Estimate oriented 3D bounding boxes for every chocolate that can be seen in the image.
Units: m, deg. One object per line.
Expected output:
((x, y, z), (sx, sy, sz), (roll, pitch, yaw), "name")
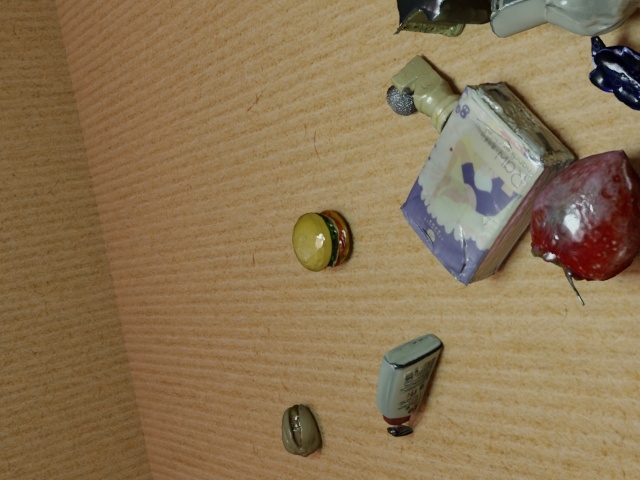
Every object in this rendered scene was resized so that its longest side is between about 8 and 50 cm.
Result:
((0.534, -0.207, 1.360), (0.126, 0.148, 0.343), (-44, 64, 32), "chocolate")

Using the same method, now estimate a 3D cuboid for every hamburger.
((0.000, 0.000, 2.191), (0.162, 0.115, 0.161), (17, 111, 51), "hamburger")

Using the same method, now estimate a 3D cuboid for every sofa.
((0.225, -0.528, 1.658), (0.182, 0.200, 0.258), (-26, 78, 43), "sofa")

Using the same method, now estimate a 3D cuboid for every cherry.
((0.464, -0.044, 1.470), (0.192, 0.175, 0.249), (-122, 39, -52), "cherry")

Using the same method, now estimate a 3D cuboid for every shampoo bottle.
((0.195, 0.358, 2.022), (0.071, 0.153, 0.284), (41, 138, 37), "shampoo bottle")

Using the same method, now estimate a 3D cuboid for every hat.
((0.407, -0.398, 1.407), (0.275, 0.232, 0.161), (-21, 91, 40), "hat")

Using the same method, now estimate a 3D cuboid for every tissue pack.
((0.317, -0.113, 1.702), (0.242, 0.125, 0.343), (55, 137, 30), "tissue pack")

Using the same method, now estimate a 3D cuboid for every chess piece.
((0.231, -0.304, 1.802), (0.200, 0.090, 0.090), (54, 139, 34), "chess piece")

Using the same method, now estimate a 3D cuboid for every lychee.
((0.179, -0.312, 1.889), (0.067, 0.068, 0.083), (-29, -77, -81), "lychee")

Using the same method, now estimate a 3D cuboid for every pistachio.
((-0.057, 0.542, 2.464), (0.113, 0.113, 0.149), (-28, 62, 54), "pistachio")
